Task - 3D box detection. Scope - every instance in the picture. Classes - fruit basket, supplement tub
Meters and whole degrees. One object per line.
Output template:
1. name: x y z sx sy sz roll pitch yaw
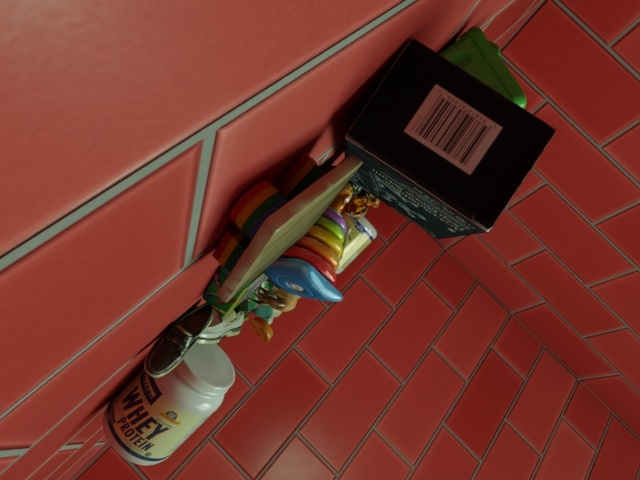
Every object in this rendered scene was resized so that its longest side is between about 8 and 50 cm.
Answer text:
1. fruit basket: 0.394 -0.390 1.248 0.391 0.283 0.392 -28 170 -5
2. supplement tub: 0.074 0.004 2.133 0.331 0.241 0.241 -46 177 0
3. supplement tub: -0.425 0.444 1.296 0.325 0.235 0.235 -46 177 10

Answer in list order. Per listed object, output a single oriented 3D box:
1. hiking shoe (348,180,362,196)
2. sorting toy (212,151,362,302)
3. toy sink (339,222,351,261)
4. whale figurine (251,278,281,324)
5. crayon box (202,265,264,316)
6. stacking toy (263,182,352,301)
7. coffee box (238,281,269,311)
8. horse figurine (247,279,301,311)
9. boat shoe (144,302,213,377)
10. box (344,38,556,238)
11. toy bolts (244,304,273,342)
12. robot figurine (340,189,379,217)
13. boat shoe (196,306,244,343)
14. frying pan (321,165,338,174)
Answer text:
1. hiking shoe: 0.084 -0.192 1.282 0.114 0.086 0.227 -30 158 -45
2. sorting toy: -0.078 -0.044 0.819 0.257 0.089 0.255 -42 176 -42
3. toy sink: 0.000 0.000 1.421 0.153 0.131 0.234 -48 -165 36
4. whale figurine: -0.234 0.220 1.751 0.141 0.217 0.272 1 163 -23
5. crayon box: -0.159 0.057 1.162 0.278 0.081 0.165 -42 176 -42
6. stacking toy: 0.002 -0.019 1.078 0.165 0.175 0.302 5 -120 41
7. coffee box: -0.211 0.143 1.425 0.040 0.113 0.184 -2 -170 13
8. horse figurine: -0.117 0.152 1.340 0.263 0.174 0.066 -38 146 -75
9. boat shoe: -0.345 0.234 1.123 0.223 0.080 0.073 -50 175 -42
10. box: 0.223 -0.172 0.944 0.212 0.293 0.395 -56 176 1
11. toy bolts: -0.287 0.282 1.567 0.158 0.218 0.229 -36 155 -32
12. robot figurine: 0.142 -0.165 1.522 0.291 0.085 0.211 -16 120 -66
13. boat shoe: -0.310 0.228 1.330 0.302 0.113 0.104 12 96 -79
14. frying pan: 0.012 -0.137 1.163 0.197 0.053 0.326 -48 177 34
